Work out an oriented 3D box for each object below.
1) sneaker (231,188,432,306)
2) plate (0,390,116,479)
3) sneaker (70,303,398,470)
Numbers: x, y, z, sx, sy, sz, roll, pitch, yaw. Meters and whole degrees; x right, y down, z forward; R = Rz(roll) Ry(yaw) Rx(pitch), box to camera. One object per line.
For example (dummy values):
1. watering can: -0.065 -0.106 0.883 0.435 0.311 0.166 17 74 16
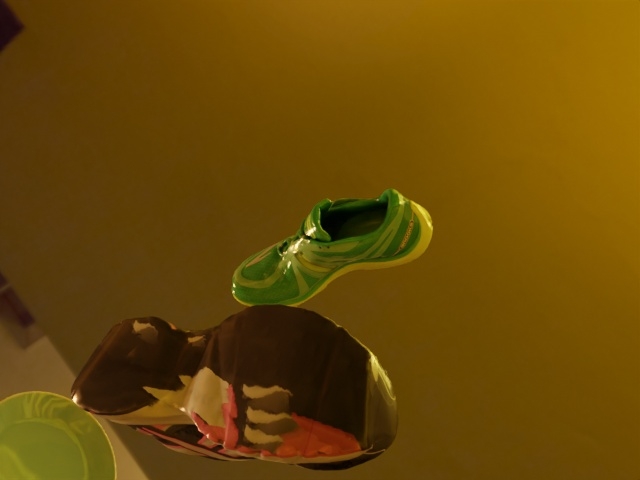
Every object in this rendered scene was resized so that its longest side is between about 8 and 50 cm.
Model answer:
1. sneaker: 0.000 0.000 1.140 0.296 0.123 0.109 -23 -135 20
2. plate: -0.334 0.273 1.020 0.024 0.188 0.188 -39 -178 35
3. sneaker: -0.034 0.077 0.414 0.178 0.077 0.072 4 -120 39
